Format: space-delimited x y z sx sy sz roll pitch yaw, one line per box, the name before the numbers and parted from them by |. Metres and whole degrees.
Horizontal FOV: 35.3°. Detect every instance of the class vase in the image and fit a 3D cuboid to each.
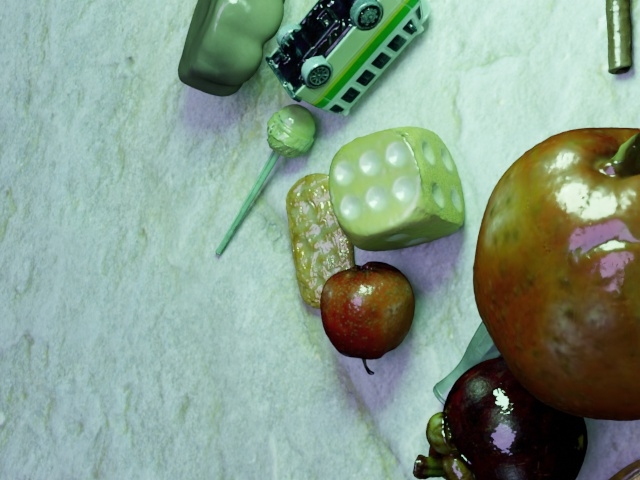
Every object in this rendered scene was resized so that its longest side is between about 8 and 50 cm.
vase | 0.262 0.176 1.583 0.086 0.086 0.214 47 113 26

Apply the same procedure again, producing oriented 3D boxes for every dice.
dice | 0.124 -0.081 1.639 0.169 0.169 0.166 -19 74 28

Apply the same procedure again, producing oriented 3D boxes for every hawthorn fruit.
hawthorn fruit | 0.077 0.133 1.666 0.157 0.157 0.194 10 108 32
hawthorn fruit | 0.401 0.021 1.319 0.402 0.403 0.403 -4 82 31

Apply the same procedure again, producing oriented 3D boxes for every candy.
candy | -0.114 -0.105 1.851 0.093 0.092 0.335 40 113 15

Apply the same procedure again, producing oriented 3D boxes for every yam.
yam | 0.452 -0.420 1.554 0.045 0.045 0.327 -11 78 53

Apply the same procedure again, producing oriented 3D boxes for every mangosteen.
mangosteen | 0.256 0.291 1.471 0.265 0.228 0.228 -22 70 -8

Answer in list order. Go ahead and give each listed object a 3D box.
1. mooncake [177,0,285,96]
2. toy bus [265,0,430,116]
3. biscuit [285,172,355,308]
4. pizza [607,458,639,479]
mooncake | -0.156 -0.392 1.814 0.275 0.135 0.275 -54 23 36
toy bus | 0.056 -0.352 1.716 0.276 0.164 0.134 -46 50 18
biscuit | 0.000 0.000 1.788 0.118 0.029 0.247 -16 77 28
pizza | 0.454 0.422 1.437 0.188 0.080 0.204 33 101 28
